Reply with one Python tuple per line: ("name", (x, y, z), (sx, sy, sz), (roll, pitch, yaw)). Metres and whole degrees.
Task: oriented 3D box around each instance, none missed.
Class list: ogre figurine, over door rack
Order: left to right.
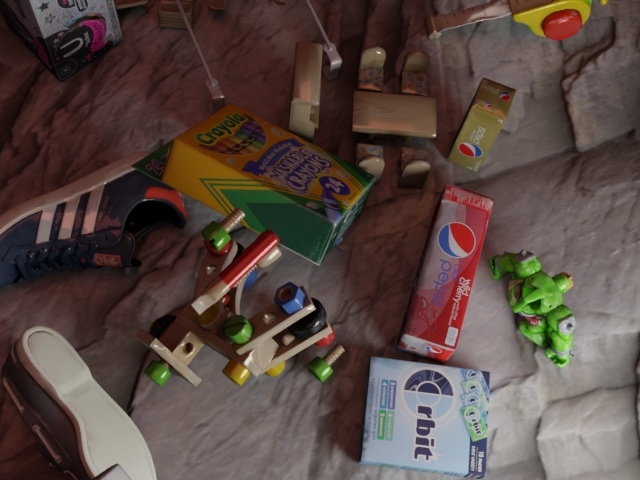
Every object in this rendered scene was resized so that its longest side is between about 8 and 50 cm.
("over door rack", (-0.121, -0.400, 1.534), (0.239, 0.108, 0.324), (-20, 84, -14))
("ogre figurine", (0.333, 0.094, 1.404), (0.097, 0.118, 0.197), (-7, 70, -8))

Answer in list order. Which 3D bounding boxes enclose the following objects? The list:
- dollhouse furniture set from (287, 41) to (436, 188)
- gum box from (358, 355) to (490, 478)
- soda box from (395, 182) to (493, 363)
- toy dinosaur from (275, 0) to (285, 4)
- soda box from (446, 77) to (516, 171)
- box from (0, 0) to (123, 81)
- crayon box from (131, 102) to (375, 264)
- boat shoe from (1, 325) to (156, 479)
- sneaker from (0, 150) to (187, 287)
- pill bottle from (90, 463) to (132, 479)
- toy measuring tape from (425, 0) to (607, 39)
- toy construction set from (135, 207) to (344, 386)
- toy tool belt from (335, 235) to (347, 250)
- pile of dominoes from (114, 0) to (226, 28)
("dollhouse furniture set", (0.072, -0.221, 1.484), (0.242, 0.161, 0.212), (4, 68, -3))
("gum box", (0.156, 0.263, 1.363), (0.184, 0.041, 0.157), (7, 68, -1))
("soda box", (0.194, 0.051, 1.423), (0.083, 0.092, 0.263), (18, 68, 3))
("toy dinosaur", (-0.099, -0.472, 1.648), (0.090, 0.047, 0.082), (35, 55, -26))
("soda box", (0.257, -0.183, 1.473), (0.058, 0.181, 0.061), (21, 68, 4))
("box", (-0.434, -0.401, 1.466), (0.142, 0.247, 0.163), (-40, 76, -16))
("crayon box", (-0.097, -0.106, 1.408), (0.323, 0.083, 0.203), (27, 30, 8))
("boat shoe", (-0.347, 0.275, 1.304), (0.099, 0.116, 0.319), (-40, 81, 26))
("sneaker", (-0.359, 0.003, 1.374), (0.350, 0.131, 0.148), (-33, 70, -16))
("pill bottle", (-0.218, 0.449, 1.149), (0.176, 0.176, 0.318), (-35, 90, -17))
("toy measuring tape", (0.358, -0.400, 1.632), (0.330, 0.121, 0.121), (-14, 68, 14))
("toy construction set", (-0.141, 0.117, 1.272), (0.257, 0.309, 0.237), (41, 75, 20))
("toy tool belt", (0.000, 0.000, 1.447), (0.083, 0.052, 0.051), (-16, 75, -30))
("pile of dominoes", (-0.259, -0.490, 1.643), (0.196, 0.040, 0.251), (4, 60, -3))
